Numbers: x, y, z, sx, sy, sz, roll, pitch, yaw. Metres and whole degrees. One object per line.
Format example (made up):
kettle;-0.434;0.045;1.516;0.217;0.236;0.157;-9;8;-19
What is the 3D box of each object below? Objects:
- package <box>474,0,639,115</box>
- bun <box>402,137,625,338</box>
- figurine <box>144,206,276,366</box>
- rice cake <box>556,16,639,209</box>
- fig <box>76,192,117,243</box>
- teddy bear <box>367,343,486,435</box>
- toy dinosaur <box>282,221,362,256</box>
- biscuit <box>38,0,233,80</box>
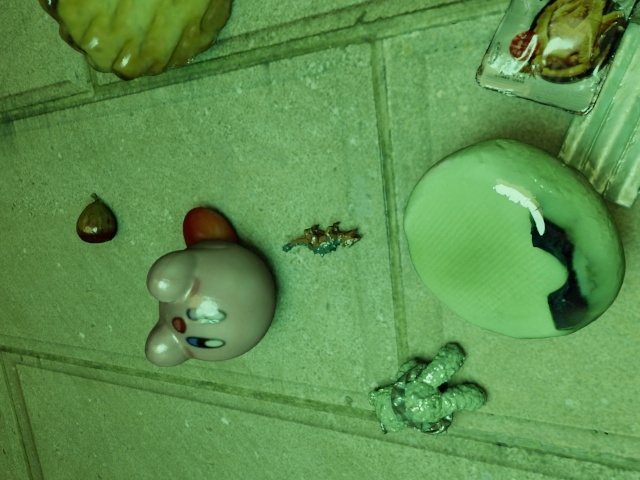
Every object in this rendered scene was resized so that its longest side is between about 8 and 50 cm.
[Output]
package;0.306;-0.290;0.603;0.154;0.030;0.239;28;107;30
bun;0.255;-0.012;0.642;0.283;0.179;0.283;33;146;26
figurine;-0.186;0.101;0.906;0.211;0.261;0.269;9;108;-2
rice cake;0.380;-0.158;0.608;0.124;0.038;0.211;29;114;20
fig;-0.511;-0.057;1.115;0.089;0.089;0.125;-18;73;31
teddy bear;0.156;0.268;0.801;0.213;0.111;0.133;-35;81;30
toy dinosaur;0.000;0.000;0.855;0.154;0.049;0.055;-10;101;26
biscuit;-0.271;-0.409;0.744;0.107;0.326;0.325;40;118;23
